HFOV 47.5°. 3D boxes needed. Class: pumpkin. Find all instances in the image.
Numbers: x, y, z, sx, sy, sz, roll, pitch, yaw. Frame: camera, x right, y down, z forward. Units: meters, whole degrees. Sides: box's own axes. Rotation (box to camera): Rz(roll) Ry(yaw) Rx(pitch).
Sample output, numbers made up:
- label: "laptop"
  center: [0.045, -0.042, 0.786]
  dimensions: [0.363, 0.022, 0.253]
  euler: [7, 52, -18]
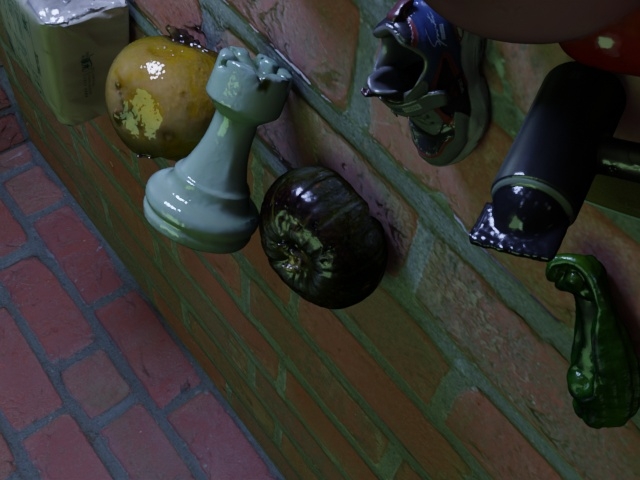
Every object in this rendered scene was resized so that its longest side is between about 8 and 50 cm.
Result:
- label: "pumpkin"
  center: [-0.003, 0.000, 1.158]
  dimensions: [0.238, 0.159, 0.238]
  euler: [40, 145, 35]

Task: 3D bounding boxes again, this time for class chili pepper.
- label: "chili pepper"
  center: [0.309, 0.122, 0.818]
  dimensions: [0.100, 0.074, 0.257]
  euler: [24, 135, 56]

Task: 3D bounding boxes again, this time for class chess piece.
- label: "chess piece"
  center: [-0.152, -0.147, 1.157]
  dimensions: [0.194, 0.194, 0.299]
  euler: [43, 120, 32]

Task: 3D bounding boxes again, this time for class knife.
- label: "knife"
  center: [0.310, -0.036, 0.673]
  dimensions: [0.343, 0.027, 0.061]
  euler: [28, 147, 49]

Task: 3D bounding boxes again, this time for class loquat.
- label: "loquat"
  center: [-0.266, -0.259, 1.298]
  dimensions: [0.244, 0.243, 0.244]
  euler: [44, 152, 30]

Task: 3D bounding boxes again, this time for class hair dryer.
- label: "hair dryer"
  center: [0.271, -0.042, 0.591]
  dimensions: [0.248, 0.196, 0.078]
  euler: [16, 150, 28]

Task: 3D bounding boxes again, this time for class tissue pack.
- label: "tissue pack"
  center: [-0.573, -0.482, 1.624]
  dimensions: [0.297, 0.207, 0.380]
  euler: [55, 156, 11]

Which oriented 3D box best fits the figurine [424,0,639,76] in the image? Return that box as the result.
- label: "figurine"
  center: [0.152, -0.232, 0.513]
  dimensions: [0.269, 0.211, 0.261]
  euler: [38, 149, 37]

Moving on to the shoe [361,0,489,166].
- label: "shoe"
  center: [0.110, -0.163, 0.789]
  dimensions: [0.099, 0.125, 0.228]
  euler: [32, 144, 40]
